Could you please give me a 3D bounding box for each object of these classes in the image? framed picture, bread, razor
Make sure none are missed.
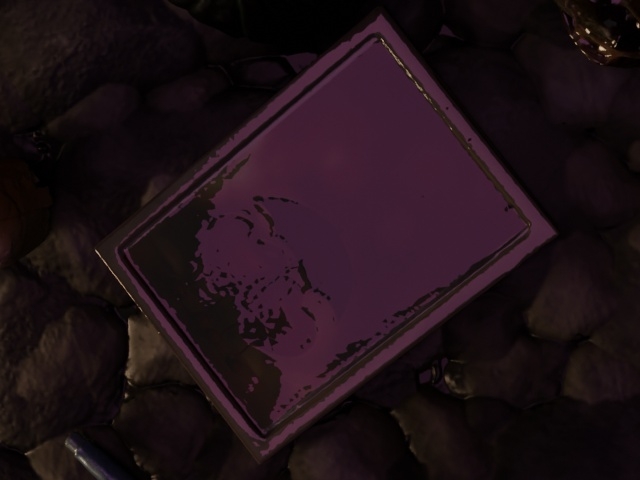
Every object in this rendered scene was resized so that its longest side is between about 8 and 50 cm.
[{"bbox_3d":[0.000,0.000,1.082,0.289,0.020,0.211,-39,87,14],"label":"framed picture"},{"bbox_3d":[-0.274,-0.015,1.103,0.125,0.106,0.082,-10,94,13],"label":"bread"},{"bbox_3d":[-0.147,0.197,1.133,0.135,0.040,0.068,39,103,12],"label":"razor"}]

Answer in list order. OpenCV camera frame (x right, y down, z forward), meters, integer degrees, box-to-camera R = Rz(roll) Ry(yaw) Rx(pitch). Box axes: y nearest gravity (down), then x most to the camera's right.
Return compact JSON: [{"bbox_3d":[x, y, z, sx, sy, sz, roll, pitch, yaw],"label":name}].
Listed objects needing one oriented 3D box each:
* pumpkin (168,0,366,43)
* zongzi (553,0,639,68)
[{"bbox_3d":[-0.039,-0.224,0.998,0.194,0.150,0.194,5,103,23],"label":"pumpkin"},{"bbox_3d":[0.129,-0.264,0.975,0.317,0.154,0.289,8,102,33],"label":"zongzi"}]
